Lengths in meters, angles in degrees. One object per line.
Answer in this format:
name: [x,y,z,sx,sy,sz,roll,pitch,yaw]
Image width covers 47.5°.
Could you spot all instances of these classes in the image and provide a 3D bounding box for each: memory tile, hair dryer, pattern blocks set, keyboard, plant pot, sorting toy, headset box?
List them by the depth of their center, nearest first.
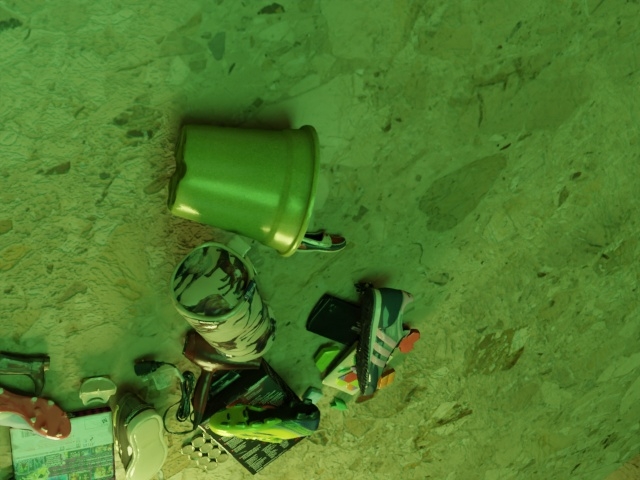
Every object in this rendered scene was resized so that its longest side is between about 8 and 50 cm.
plant pot: [-0.166,-0.122,1.461,0.253,0.276,0.276,10,116,-18]
sorting toy: [-0.530,0.361,1.718,0.083,0.045,0.075,-2,129,-26]
hair dryer: [-0.280,0.326,1.767,0.293,0.080,0.224,-23,110,3]
headset box: [-0.178,0.443,1.892,0.218,0.110,0.293,-37,126,0]
keyboard: [0.123,0.204,1.945,0.317,0.033,0.201,25,113,-37]
memory tile: [-0.301,0.569,1.985,0.113,0.012,0.148,-38,130,1]
pattern blocks set: [0.105,0.353,2.016,0.285,0.026,0.325,15,119,-32]

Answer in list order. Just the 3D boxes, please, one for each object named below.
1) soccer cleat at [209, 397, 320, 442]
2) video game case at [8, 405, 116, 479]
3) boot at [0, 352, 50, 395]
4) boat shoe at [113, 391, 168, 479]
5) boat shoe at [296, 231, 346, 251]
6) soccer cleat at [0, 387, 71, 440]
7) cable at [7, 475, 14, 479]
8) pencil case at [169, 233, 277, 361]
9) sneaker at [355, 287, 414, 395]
soccer cleat: [-0.135,0.463,1.797,0.289,0.093,0.121,1,119,-25]
video game case: [-0.612,0.517,1.738,0.232,0.042,0.210,-6,104,-24]
boot: [-0.666,0.297,1.608,0.114,0.037,0.106,7,109,-31]
boat shoe: [-0.452,0.493,1.799,0.116,0.096,0.324,-28,147,-32]
boat shoe: [0.000,0.000,1.739,0.137,0.049,0.043,-2,119,-20]
soccer cleat: [-0.681,0.390,1.635,0.095,0.083,0.248,-30,132,34]
cable: [-0.676,0.614,1.805,0.184,0.047,0.151,-16,127,-17]
pencil case: [-0.189,0.141,1.564,0.183,0.160,0.410,-38,161,-10]
sneaker: [0.169,0.269,1.892,0.131,0.112,0.319,-1,119,-15]
